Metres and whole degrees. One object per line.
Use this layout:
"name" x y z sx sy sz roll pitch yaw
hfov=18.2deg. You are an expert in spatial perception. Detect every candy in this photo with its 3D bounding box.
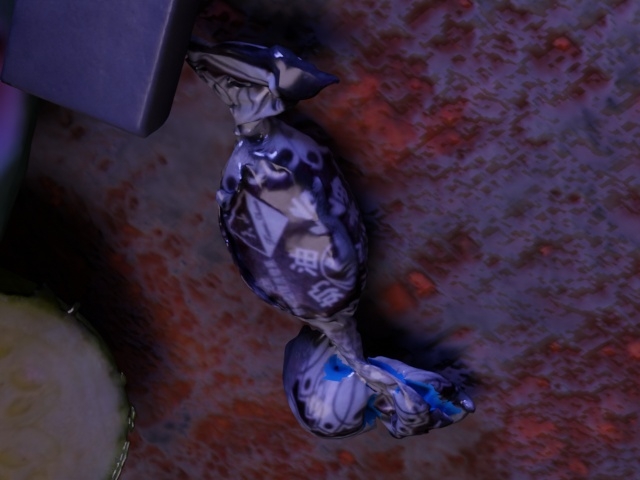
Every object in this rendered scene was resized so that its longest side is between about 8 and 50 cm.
"candy" 0.000 0.000 0.864 0.094 0.051 0.226 -10 124 26

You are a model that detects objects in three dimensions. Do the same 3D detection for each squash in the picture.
"squash" -0.225 0.050 1.030 0.260 0.189 0.189 44 158 55

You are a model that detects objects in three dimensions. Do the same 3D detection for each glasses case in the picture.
"glasses case" -0.072 -0.131 0.763 0.072 0.042 0.190 20 126 2

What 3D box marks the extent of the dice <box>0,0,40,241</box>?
"dice" -0.321 -0.084 0.782 0.318 0.330 0.322 12 135 24
